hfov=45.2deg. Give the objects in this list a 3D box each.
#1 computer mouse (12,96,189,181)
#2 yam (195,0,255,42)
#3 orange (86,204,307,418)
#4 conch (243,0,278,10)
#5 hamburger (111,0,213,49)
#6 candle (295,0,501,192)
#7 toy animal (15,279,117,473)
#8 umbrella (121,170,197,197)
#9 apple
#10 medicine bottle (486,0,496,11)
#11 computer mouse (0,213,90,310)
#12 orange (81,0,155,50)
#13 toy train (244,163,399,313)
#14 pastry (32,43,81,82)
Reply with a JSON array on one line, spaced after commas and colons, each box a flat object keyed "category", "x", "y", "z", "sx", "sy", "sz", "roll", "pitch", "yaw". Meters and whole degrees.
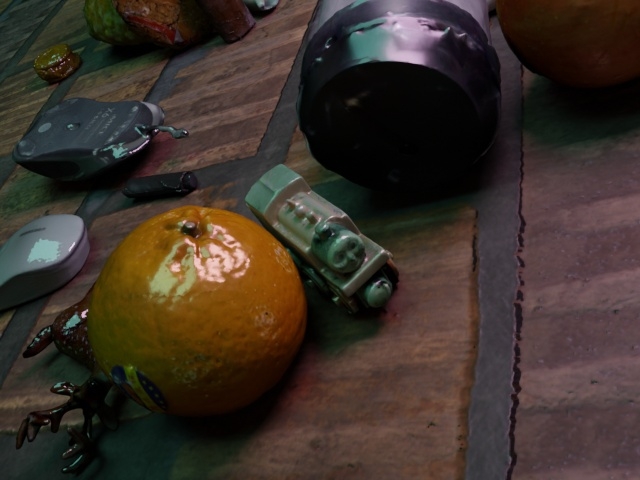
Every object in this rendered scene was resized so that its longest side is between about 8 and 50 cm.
[{"category": "computer mouse", "x": -0.353, "y": -0.157, "z": 1.268, "sx": 0.380, "sy": 0.090, "sz": 0.167, "roll": 5, "pitch": 51, "yaw": 32}, {"category": "yam", "x": -0.184, "y": -0.437, "z": 1.410, "sx": 0.079, "sy": 0.141, "sz": 0.079, "roll": -20, "pitch": 40, "yaw": 18}, {"category": "orange", "x": -0.122, "y": 0.068, "z": 0.767, "sx": 0.219, "sy": 0.193, "sz": 0.219, "roll": -19, "pitch": 22, "yaw": 8}, {"category": "conch", "x": -0.129, "y": -0.477, "z": 1.492, "sx": 0.180, "sy": 0.088, "sz": 0.065, "roll": 49, "pitch": 127, "yaw": 47}, {"category": "hamburger", "x": -0.298, "y": -0.474, "z": 1.474, "sx": 0.231, "sy": 0.231, "sz": 0.106, "roll": -26, "pitch": 25, "yaw": 9}, {"category": "candle", "x": 0.096, "y": -0.225, "z": 0.904, "sx": 0.222, "sy": 0.221, "sz": 0.342, "roll": -15, "pitch": 39, "yaw": 22}, {"category": "toy animal", "x": -0.258, "y": 0.133, "z": 0.895, "sx": 0.244, "sy": 0.087, "sz": 0.260, "roll": 1, "pitch": 49, "yaw": 55}, {"category": "umbrella", "x": -0.239, "y": -0.081, "z": 1.144, "sx": 0.133, "sy": 0.031, "sz": 0.036, "roll": -5, "pitch": 67, "yaw": 31}, {"category": "apple", "x": 0.304, "y": -0.299, "z": 0.810, "sx": 0.207, "sy": 0.251, "sz": 0.272, "roll": 8, "pitch": 41, "yaw": 41}, {"category": "medicine bottle", "x": 0.222, "y": -0.513, "z": 1.141, "sx": 0.211, "sy": 0.211, "sz": 0.371, "roll": -7, "pitch": 44, "yaw": 30}, {"category": "computer mouse", "x": -0.438, "y": 0.030, "z": 1.129, "sx": 0.231, "sy": 0.079, "sz": 0.127, "roll": -23, "pitch": 35, "yaw": 18}, {"category": "orange", "x": -0.377, "y": -0.577, "z": 1.660, "sx": 0.271, "sy": 0.210, "sz": 0.368, "roll": 3, "pitch": 52, "yaw": 35}, {"category": "toy train", "x": 0.000, "y": 0.000, "z": 0.800, "sx": 0.081, "sy": 0.125, "sz": 0.194, "roll": -44, "pitch": 37, "yaw": -8}, {"category": "pastry", "x": -0.596, "y": -0.402, "z": 1.741, "sx": 0.097, "sy": 0.057, "sz": 0.109, "roll": 7, "pitch": 53, "yaw": 39}]
